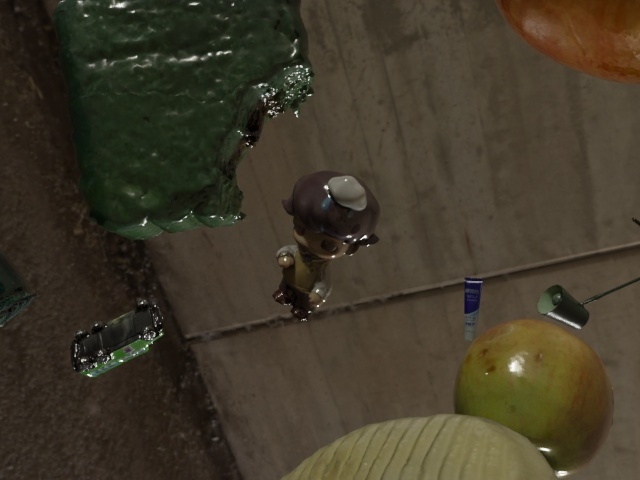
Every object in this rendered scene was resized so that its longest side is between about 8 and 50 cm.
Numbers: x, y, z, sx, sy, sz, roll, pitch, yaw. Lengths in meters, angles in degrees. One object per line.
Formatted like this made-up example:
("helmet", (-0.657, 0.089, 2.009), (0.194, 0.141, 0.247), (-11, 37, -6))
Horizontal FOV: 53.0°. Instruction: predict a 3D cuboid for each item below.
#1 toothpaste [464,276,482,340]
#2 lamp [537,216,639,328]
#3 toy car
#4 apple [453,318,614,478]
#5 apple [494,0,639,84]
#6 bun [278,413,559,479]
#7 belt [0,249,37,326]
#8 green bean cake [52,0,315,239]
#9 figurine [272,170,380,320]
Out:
("toothpaste", (0.199, 0.091, 0.850), (0.015, 0.024, 0.083), (11, 85, -73))
("lamp", (0.259, 0.040, 0.577), (0.054, 0.121, 0.041), (33, 34, -14))
("toy car", (-0.331, 0.165, 1.063), (0.071, 0.165, 0.062), (65, 2, 39))
("apple", (0.448, 0.346, 1.365), (0.305, 0.338, 0.338), (-56, 135, -51))
("apple", (0.298, -0.278, 0.573), (0.233, 0.286, 0.286), (27, 49, -57))
("bun", (0.063, 0.317, 0.559), (0.234, 0.362, 0.326), (57, -1, -5))
("belt", (-0.483, 0.103, 0.766), (0.116, 0.206, 0.267), (54, 42, -4))
("green bean cake", (-0.154, -0.169, 0.817), (0.169, 0.300, 0.307), (91, -12, -83))
("figurine", (-0.016, 0.002, 1.485), (0.206, 0.365, 0.218), (18, 17, -49))
